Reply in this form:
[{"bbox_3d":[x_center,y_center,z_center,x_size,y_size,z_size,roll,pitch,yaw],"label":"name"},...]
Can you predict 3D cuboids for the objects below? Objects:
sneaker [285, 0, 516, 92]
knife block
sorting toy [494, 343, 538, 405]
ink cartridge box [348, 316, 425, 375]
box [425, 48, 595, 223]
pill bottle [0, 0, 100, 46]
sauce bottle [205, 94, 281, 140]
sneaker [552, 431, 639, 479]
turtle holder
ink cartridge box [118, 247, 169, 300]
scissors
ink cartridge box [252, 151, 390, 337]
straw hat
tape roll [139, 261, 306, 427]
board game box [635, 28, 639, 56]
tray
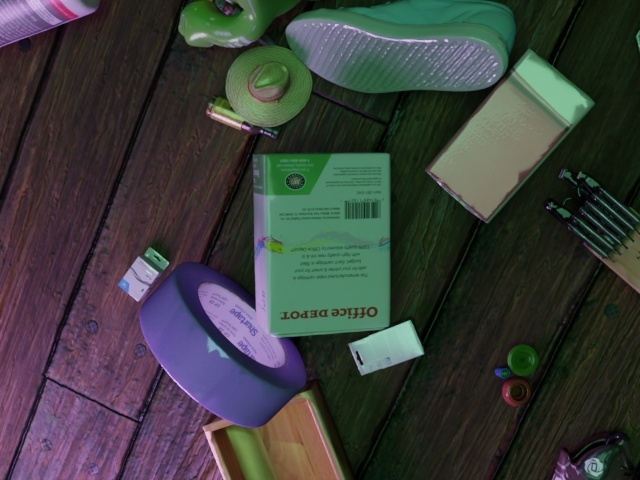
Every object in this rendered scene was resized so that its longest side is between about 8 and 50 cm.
[{"bbox_3d":[0.129,-0.321,1.275,0.365,0.150,0.135,13,141,22],"label":"sneaker"},{"bbox_3d":[0.473,0.003,1.264,0.275,0.242,0.088,30,107,-40],"label":"knife block"},{"bbox_3d":[0.317,0.219,1.332,0.061,0.042,0.102,11,86,-7],"label":"sorting toy"},{"bbox_3d":[0.112,0.178,1.365,0.115,0.029,0.063,-22,93,13],"label":"ink cartridge box"},{"bbox_3d":[0.281,-0.156,1.235,0.127,0.148,0.232,41,101,4],"label":"box"},{"bbox_3d":[-0.543,-0.412,1.338,0.318,0.176,0.177,-16,93,11],"label":"pill bottle"},{"bbox_3d":[-0.127,-0.203,1.358,0.128,0.042,0.042,22,100,2],"label":"sauce bottle"},{"bbox_3d":[0.506,0.393,1.283,0.281,0.106,0.163,9,95,10],"label":"sneaker"},{"bbox_3d":[-0.103,-0.464,1.249,0.227,0.243,0.320,31,139,22],"label":"turtle holder"},{"bbox_3d":[-0.310,0.059,1.426,0.048,0.028,0.083,38,101,4],"label":"ink cartridge box"},{"bbox_3d":[-0.171,-0.394,1.355,0.109,0.021,0.297,-33,93,3],"label":"scissors"},{"bbox_3d":[0.000,0.000,1.287,0.201,0.117,0.278,-2,97,-15],"label":"ink cartridge box"},{"bbox_3d":[-0.082,-0.258,1.311,0.144,0.061,0.145,0,88,-6],"label":"straw hat"},{"bbox_3d":[-0.150,0.161,1.284,0.275,0.275,0.090,44,101,3],"label":"tape roll"},{"bbox_3d":[0.714,-0.186,1.205,0.389,0.050,0.390,-15,94,11],"label":"board game box"},{"bbox_3d":[-0.028,0.468,1.402,0.202,0.076,0.411,-21,93,11],"label":"tray"}]
